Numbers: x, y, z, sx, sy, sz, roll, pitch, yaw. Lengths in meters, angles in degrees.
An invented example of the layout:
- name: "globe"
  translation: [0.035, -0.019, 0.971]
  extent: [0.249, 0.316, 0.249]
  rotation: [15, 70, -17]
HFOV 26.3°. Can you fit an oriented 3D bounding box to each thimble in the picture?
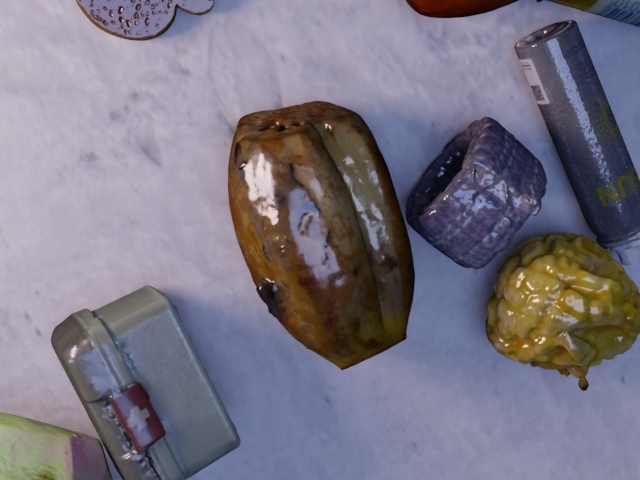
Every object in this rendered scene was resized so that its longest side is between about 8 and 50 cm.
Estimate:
- name: "thimble"
  translation: [0.168, -0.050, 1.472]
  extent: [0.098, 0.150, 0.150]
  rotation: [38, 94, -12]

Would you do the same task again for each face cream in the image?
- name: "face cream"
  translation: [0.300, -0.104, 1.519]
  extent: [0.073, 0.073, 0.283]
  rotation: [-26, 105, -3]

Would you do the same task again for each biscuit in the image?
- name: "biscuit"
  translation: [-0.172, -0.276, 1.427]
  extent: [0.175, 0.026, 0.124]
  rotation: [-16, 105, -6]

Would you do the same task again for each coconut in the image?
- name: "coconut"
  translation: [-0.313, 0.299, 1.438]
  extent: [0.236, 0.204, 0.236]
  rotation: [9, 61, -17]

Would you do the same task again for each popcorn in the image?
- name: "popcorn"
  translation: [0.272, 0.078, 1.523]
  extent: [0.180, 0.180, 0.170]
  rotation: [4, 76, -10]

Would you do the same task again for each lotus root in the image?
- name: "lotus root"
  translation: [0.004, 0.001, 1.440]
  extent: [0.193, 0.193, 0.291]
  rotation: [-19, 104, -5]

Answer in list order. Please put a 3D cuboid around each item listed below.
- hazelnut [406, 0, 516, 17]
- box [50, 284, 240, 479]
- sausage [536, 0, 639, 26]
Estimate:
- name: "hazelnut"
  translation: [0.146, -0.333, 1.387]
  extent: [0.181, 0.181, 0.212]
  rotation: [-30, 106, -4]
- name: "box"
  translation: [-0.187, 0.160, 1.461]
  extent: [0.129, 0.148, 0.210]
  rotation: [-29, 105, -14]
- name: "sausage"
  translation: [0.395, -0.282, 1.476]
  extent: [0.317, 0.117, 0.125]
  rotation: [12, 114, -14]
